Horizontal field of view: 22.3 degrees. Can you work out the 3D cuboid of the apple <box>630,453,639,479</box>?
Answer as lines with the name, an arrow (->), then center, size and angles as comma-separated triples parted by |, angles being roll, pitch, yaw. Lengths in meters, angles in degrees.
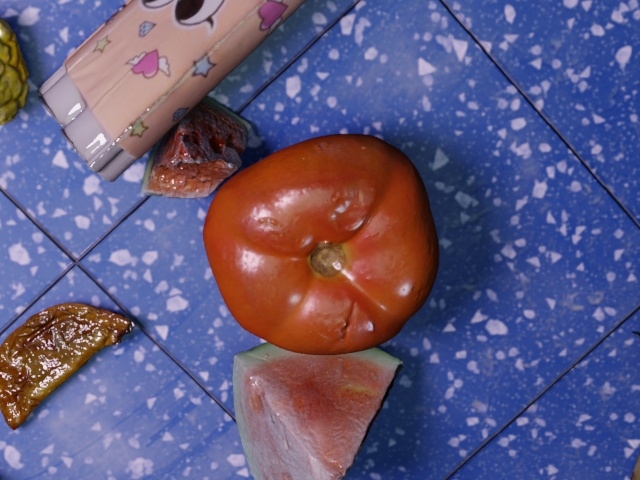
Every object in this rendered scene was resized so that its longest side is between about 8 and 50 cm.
apple -> 0.468, 0.332, 1.949 | 0.193, 0.120, 0.265 | 6, 101, 2

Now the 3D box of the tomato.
tomato -> 0.001, 0.004, 1.765 | 0.260, 0.180, 0.260 | -2, 106, -5

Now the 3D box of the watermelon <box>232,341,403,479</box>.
watermelon -> 0.009, 0.211, 1.842 | 0.207, 0.202, 0.136 | -19, 145, 0

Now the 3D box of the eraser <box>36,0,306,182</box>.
eraser -> -0.155, -0.205, 1.707 | 0.290, 0.171, 0.087 | -43, 133, 4

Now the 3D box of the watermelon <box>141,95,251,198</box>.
watermelon -> -0.123, -0.110, 1.751 | 0.098, 0.158, 0.121 | 17, 74, -12

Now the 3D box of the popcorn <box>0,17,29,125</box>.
popcorn -> -0.366, -0.177, 1.715 | 0.106, 0.116, 0.120 | -7, 151, 23

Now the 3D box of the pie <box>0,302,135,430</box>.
pie -> -0.304, 0.123, 1.831 | 0.191, 0.033, 0.088 | -39, 98, 9

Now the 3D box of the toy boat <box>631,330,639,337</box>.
toy boat -> 0.496, 0.149, 1.912 | 0.246, 0.103, 0.093 | 12, 102, -13
